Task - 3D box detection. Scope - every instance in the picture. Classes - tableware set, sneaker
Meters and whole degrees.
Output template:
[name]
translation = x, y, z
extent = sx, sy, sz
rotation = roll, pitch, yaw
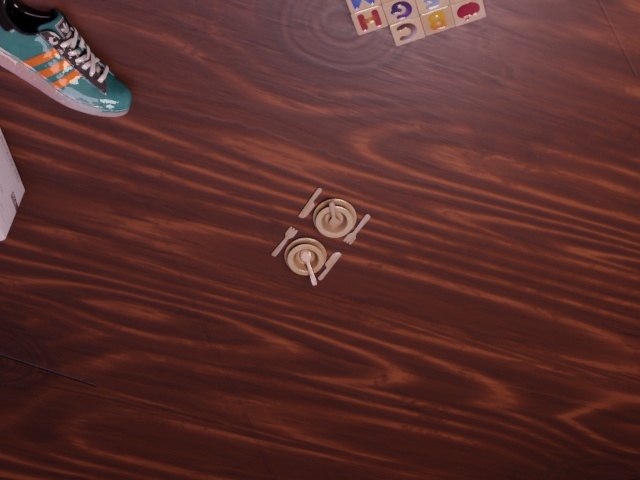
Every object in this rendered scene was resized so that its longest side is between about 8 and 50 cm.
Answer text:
[tableware set]
translation = 0.000, 0.000, 2.191
extent = 0.128, 0.039, 0.194
rotation = 28, 117, -18
[sneaker]
translation = -0.458, -0.329, 1.929
extent = 0.302, 0.108, 0.121
rotation = 28, 122, -16

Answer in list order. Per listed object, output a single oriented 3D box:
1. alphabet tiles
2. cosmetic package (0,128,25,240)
[alphabet tiles]
translation = 0.170, -0.465, 1.835
extent = 0.285, 0.011, 0.342
rotation = -17, 146, 8
[cosmetic package]
translation = -0.660, -0.096, 2.025
extent = 0.151, 0.184, 0.151
rotation = -9, 123, 5
